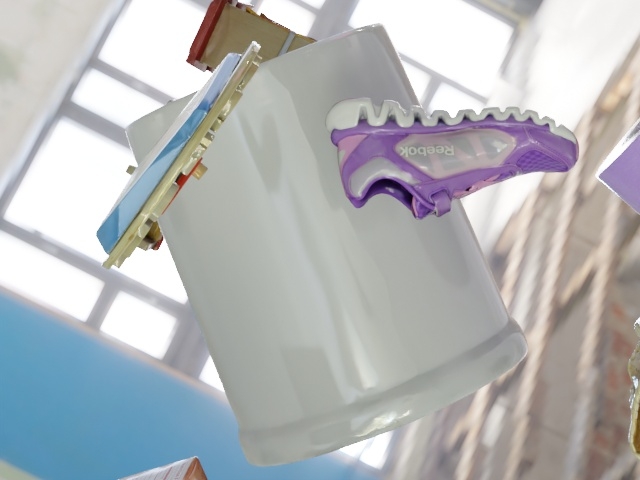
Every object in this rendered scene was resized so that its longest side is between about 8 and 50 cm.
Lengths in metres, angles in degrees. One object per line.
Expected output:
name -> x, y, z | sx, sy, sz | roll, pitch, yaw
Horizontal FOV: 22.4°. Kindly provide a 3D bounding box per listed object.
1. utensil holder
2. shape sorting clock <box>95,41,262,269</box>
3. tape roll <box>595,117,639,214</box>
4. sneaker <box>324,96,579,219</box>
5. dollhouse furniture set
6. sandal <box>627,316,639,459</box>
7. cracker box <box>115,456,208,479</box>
utensil holder -> 0.000, 0.000, 1.736 | 0.328, 0.385, 0.327 | -23, -177, 1
shape sorting clock -> -0.104, -0.063, 1.228 | 0.206, 0.040, 0.206 | -50, -170, 12
tape roll -> 0.407, -0.141, 1.661 | 0.275, 0.090, 0.275 | -49, 178, -2
sneaker -> 0.120, -0.068, 1.500 | 0.095, 0.236, 0.104 | 89, 3, -73
dollhouse furniture set -> -0.116, -0.134, 2.227 | 0.374, 0.201, 0.152 | -63, 167, 7
sandal -> 0.202, 0.090, 0.921 | 0.079, 0.088, 0.240 | -56, 165, -8
cracker box -> -0.186, 0.297, 1.411 | 0.232, 0.155, 0.067 | -18, -165, 17
